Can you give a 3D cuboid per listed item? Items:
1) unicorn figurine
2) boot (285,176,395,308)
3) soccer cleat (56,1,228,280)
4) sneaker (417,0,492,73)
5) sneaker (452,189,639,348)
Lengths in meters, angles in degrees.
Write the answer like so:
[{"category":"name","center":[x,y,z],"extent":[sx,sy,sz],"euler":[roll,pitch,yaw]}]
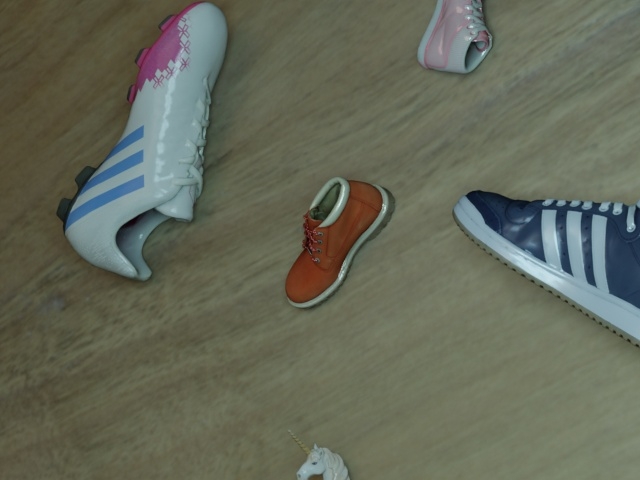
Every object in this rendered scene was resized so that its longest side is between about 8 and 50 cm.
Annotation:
[{"category":"unicorn figurine","center":[0.014,0.277,1.542],"extent":[0.162,0.060,0.111],"euler":[33,98,25]},{"category":"boot","center":[0.000,0.000,1.618],"extent":[0.158,0.084,0.059],"euler":[-55,52,14]},{"category":"soccer cleat","center":[-0.170,-0.106,1.789],"extent":[0.143,0.116,0.331],"euler":[35,102,25]},{"category":"sneaker","center":[0.152,-0.231,1.589],"extent":[0.070,0.051,0.134],"euler":[22,94,40]},{"category":"sneaker","center":[0.257,-0.015,1.398],"extent":[0.282,0.099,0.153],"euler":[34,103,34]}]
